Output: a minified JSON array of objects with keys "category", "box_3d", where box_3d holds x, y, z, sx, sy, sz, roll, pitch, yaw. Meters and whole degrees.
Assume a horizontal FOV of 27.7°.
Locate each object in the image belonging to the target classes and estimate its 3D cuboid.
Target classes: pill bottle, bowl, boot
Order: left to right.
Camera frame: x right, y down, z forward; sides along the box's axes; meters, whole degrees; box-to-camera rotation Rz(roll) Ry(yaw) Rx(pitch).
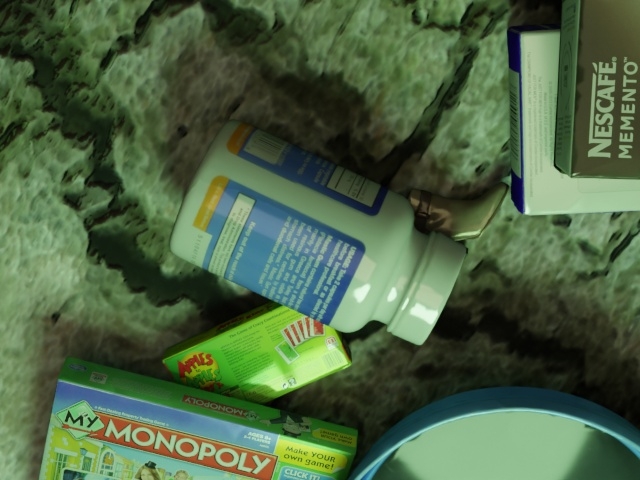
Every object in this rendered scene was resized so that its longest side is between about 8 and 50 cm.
[{"category":"pill bottle","box_3d":[0.000,0.000,1.298,0.272,0.152,0.152,25,102,0]},{"category":"boot","box_3d":[0.131,-0.029,1.358,0.087,0.042,0.118,31,101,-4]},{"category":"bowl","box_3d":[0.199,0.325,1.347,0.391,0.077,0.391,2,113,4]}]

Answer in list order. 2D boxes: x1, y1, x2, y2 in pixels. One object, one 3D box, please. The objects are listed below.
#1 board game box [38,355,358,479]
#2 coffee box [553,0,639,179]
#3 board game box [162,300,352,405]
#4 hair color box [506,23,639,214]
[{"category":"board game box","box_3d":[-0.140,0.257,1.396,0.317,0.046,0.213,15,121,-3]},{"category":"coffee box","box_3d":[0.306,-0.204,1.171,0.168,0.119,0.297,2,99,2]},{"category":"board game box","box_3d":[-0.067,0.125,1.395,0.181,0.043,0.092,-25,102,6]},{"category":"hair color box","box_3d":[0.362,-0.130,1.300,0.339,0.110,0.185,-2,102,3]}]
